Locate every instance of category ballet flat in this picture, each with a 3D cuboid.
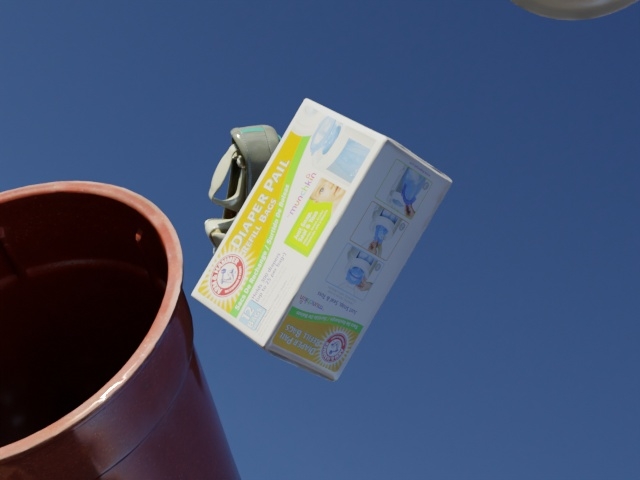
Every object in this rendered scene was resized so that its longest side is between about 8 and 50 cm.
[{"bbox_3d":[-0.095,-0.031,1.631,0.072,0.068,0.213,52,-44,50],"label":"ballet flat"}]

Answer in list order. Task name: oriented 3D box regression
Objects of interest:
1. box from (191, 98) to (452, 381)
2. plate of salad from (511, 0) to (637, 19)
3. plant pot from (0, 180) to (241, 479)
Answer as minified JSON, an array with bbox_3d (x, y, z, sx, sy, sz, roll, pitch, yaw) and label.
[{"bbox_3d":[0.000,0.000,1.274,0.114,0.203,0.103,30,0,44],"label":"box"},{"bbox_3d":[0.226,-0.289,1.286,0.200,0.048,0.200,-1,-61,-2],"label":"plate of salad"},{"bbox_3d":[-0.185,0.143,1.083,0.272,0.272,0.265,17,-37,36],"label":"plant pot"}]
